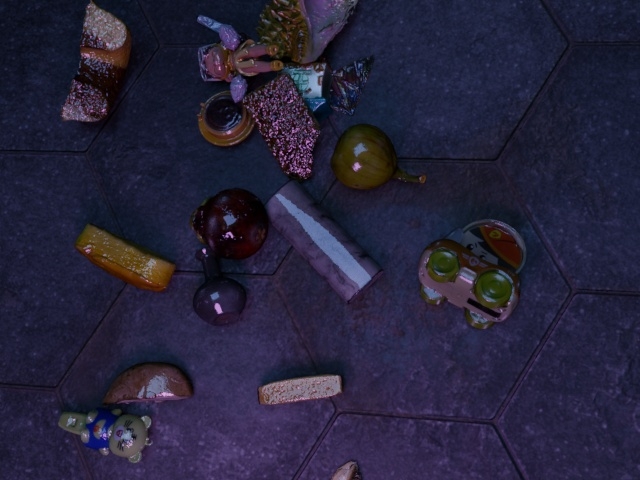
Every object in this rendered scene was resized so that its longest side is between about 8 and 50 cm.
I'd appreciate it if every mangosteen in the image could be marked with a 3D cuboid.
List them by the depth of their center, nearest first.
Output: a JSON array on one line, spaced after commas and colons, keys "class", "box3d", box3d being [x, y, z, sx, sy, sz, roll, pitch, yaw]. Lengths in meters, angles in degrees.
[{"class": "mangosteen", "box3d": [-0.209, -0.039, 1.598, 0.180, 0.166, 0.166, 8, 80, 20]}]

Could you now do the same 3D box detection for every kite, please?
[{"class": "kite", "box3d": [0.031, -0.376, 1.709, 0.232, 0.009, 0.189, -24, 76, 3]}]

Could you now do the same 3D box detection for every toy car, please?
[{"class": "toy car", "box3d": [0.336, 0.049, 1.529, 0.235, 0.145, 0.235, 0, 61, -1]}]

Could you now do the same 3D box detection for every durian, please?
[{"class": "durian", "box3d": [0.049, 0.533, 1.516, 0.130, 0.052, 0.066, -52, 38, -7]}, {"class": "durian", "box3d": [-0.062, -0.536, 1.687, 0.196, 0.185, 0.305, 4, 64, 45]}]

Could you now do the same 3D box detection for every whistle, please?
[{"class": "whistle", "box3d": [-0.476, 0.420, 1.584, 0.228, 0.085, 0.105, 12, 71, 11]}]

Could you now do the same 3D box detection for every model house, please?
[{"class": "model house", "box3d": [-0.039, -0.328, 1.660, 0.127, 0.100, 0.148, 2, 85, 12]}]

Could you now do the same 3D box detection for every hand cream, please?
[{"class": "hand cream", "box3d": [-0.269, -0.540, 1.786, 0.093, 0.019, 0.030, 28, 82, 6]}]

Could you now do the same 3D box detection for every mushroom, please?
[{"class": "mushroom", "box3d": [-0.391, 0.321, 1.599, 0.210, 0.072, 0.094, -4, 66, 8]}]

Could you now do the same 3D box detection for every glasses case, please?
[{"class": "glasses case", "box3d": [0.000, 0.000, 1.611, 0.114, 0.060, 0.299, -44, 76, 3]}]

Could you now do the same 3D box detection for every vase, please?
[{"class": "vase", "box3d": [-0.236, 0.097, 1.607, 0.120, 0.120, 0.182, -21, 61, 4]}]

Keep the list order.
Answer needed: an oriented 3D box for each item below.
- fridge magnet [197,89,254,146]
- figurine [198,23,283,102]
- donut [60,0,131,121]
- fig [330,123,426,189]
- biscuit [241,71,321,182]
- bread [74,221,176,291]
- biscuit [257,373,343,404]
[{"class": "fridge magnet", "box3d": [-0.224, -0.294, 1.703, 0.143, 0.063, 0.142, -3, 75, 10]}, {"class": "figurine", "box3d": [-0.186, -0.416, 1.652, 0.116, 0.240, 0.174, -21, 112, -30]}, {"class": "donut", "box3d": [-0.533, -0.420, 1.743, 0.112, 0.151, 0.294, 19, 101, -5]}, {"class": "fig", "box3d": [0.120, -0.184, 1.604, 0.187, 0.148, 0.142, 14, 62, -27]}, {"class": "biscuit", "box3d": [-0.069, -0.250, 1.620, 0.131, 0.026, 0.236, -26, 106, 20]}, {"class": "bread", "box3d": [-0.453, 0.042, 1.650, 0.246, 0.102, 0.094, 25, 81, 11]}, {"class": "biscuit", "box3d": [-0.042, 0.325, 1.555, 0.188, 0.056, 0.052, -9, 76, 8]}]
